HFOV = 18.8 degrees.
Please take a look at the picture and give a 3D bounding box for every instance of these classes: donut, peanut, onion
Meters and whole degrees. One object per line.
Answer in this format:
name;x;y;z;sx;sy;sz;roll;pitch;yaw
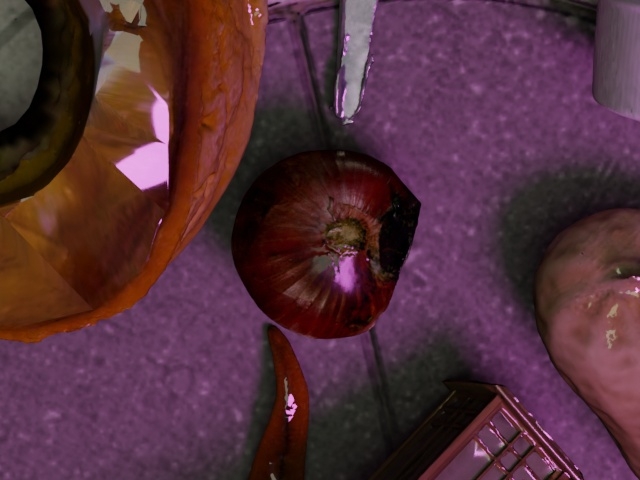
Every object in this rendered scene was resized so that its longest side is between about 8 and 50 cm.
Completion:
donut;-0.190;-0.103;1.111;0.330;0.160;0.330;1;101;4
peanut;0.223;0.080;1.197;0.129;0.129;0.224;-36;105;6
onion;0.000;0.000;1.178;0.118;0.118;0.117;13;70;-6

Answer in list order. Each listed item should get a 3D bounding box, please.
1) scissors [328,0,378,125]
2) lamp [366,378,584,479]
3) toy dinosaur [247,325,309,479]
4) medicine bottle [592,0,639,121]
scissors;0.036;-0.244;1.154;0.191;0.029;0.360;6;103;-6
lamp;0.015;0.225;1.184;0.325;0.090;0.089;-44;102;-16
toy dinosaur;-0.039;0.293;1.253;0.208;0.097;0.432;-23;107;-9
medicine bottle;0.249;-0.228;1.087;0.190;0.190;0.332;-1;104;-3
